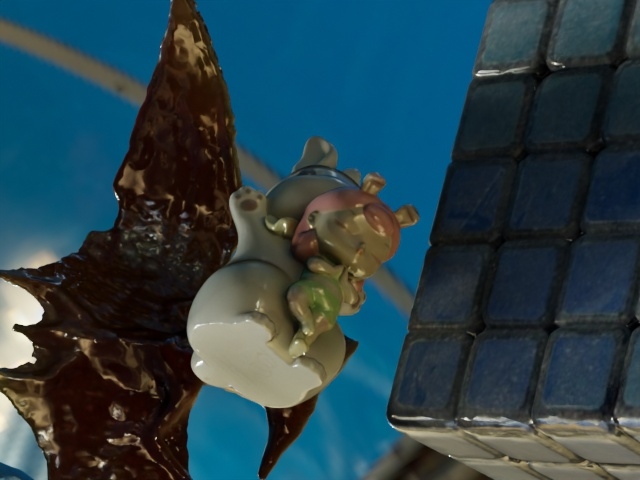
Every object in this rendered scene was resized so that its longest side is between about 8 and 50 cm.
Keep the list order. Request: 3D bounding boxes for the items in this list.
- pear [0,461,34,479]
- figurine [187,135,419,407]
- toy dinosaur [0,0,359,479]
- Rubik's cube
[{"bbox_3d":[-0.221,0.249,1.005,0.307,0.253,0.253,-65,5,-36],"label":"pear"},{"bbox_3d":[0.007,0.007,0.898,0.098,0.081,0.146,2,46,37],"label":"figurine"},{"bbox_3d":[-0.081,0.050,0.938,0.327,0.206,0.113,-54,0,-42],"label":"toy dinosaur"},{"bbox_3d":[0.209,0.023,0.930,0.237,0.237,0.238,-4,-26,43],"label":"Rubik's cube"}]
